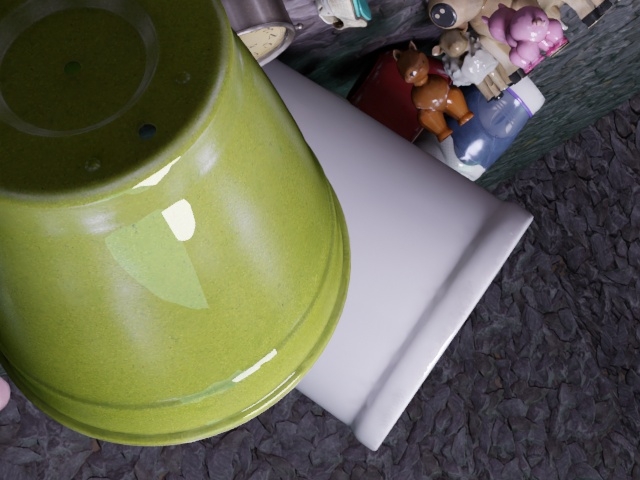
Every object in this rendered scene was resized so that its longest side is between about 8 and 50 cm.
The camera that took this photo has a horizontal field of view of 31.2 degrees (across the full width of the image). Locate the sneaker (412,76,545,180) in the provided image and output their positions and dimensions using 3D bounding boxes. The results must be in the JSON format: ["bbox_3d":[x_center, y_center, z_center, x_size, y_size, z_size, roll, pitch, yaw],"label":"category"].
[{"bbox_3d":[0.184,-0.166,1.680,0.236,0.130,0.323,-45,-165,5],"label":"sneaker"}]

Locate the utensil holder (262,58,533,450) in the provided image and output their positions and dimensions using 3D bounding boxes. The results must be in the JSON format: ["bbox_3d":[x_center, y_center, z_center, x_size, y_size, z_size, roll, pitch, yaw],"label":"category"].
[{"bbox_3d":[0.000,0.000,1.340,0.328,0.385,0.327,-54,172,-11],"label":"utensil holder"}]

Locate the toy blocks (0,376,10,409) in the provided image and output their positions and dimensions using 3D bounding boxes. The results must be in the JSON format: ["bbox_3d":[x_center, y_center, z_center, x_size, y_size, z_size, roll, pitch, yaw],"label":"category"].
[{"bbox_3d":[-0.612,0.206,1.747,0.288,0.309,0.260,14,-162,-1],"label":"toy blocks"}]

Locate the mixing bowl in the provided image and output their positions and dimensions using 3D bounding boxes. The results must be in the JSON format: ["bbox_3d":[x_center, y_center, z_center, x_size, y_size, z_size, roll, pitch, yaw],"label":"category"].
[{"bbox_3d":[0.098,-0.200,1.609,0.181,0.098,0.181,-53,-169,14],"label":"mixing bowl"}]

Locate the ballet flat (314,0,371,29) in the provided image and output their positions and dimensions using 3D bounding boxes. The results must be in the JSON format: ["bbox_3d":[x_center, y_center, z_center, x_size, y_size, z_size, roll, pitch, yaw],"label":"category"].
[{"bbox_3d":[0.020,-0.256,1.246,0.052,0.057,0.168,-16,174,9],"label":"ballet flat"}]

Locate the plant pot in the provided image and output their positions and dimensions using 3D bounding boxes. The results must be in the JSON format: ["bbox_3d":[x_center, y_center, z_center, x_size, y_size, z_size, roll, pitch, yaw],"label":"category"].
[{"bbox_3d":[-0.164,-0.054,0.971,0.366,0.367,0.353,-24,154,-7],"label":"plant pot"}]

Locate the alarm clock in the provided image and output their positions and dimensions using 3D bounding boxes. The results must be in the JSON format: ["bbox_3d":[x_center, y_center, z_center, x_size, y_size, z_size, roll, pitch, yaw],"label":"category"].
[{"bbox_3d":[-0.101,-0.209,1.143,0.129,0.064,0.192,-27,175,20],"label":"alarm clock"}]

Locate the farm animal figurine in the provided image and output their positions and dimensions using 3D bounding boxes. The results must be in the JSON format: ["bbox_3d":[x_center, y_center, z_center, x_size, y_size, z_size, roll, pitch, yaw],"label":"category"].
[{"bbox_3d":[0.219,-0.284,1.332,0.330,0.172,0.326,-38,179,33],"label":"farm animal figurine"}]

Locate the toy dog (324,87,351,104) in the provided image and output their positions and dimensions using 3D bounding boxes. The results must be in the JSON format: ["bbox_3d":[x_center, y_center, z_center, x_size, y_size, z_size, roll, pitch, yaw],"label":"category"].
[{"bbox_3d":[-0.017,0.011,1.646,0.395,0.408,0.284,-29,172,34],"label":"toy dog"}]
